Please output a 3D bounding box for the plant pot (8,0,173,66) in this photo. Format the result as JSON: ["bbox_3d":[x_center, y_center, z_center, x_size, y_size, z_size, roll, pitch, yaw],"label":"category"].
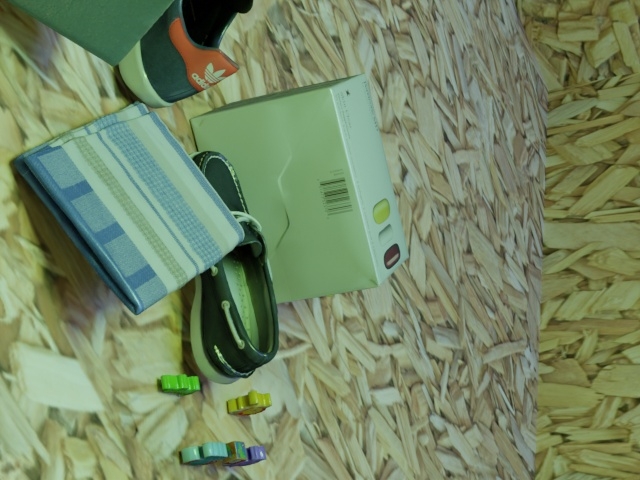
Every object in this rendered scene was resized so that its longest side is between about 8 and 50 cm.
[{"bbox_3d":[-0.239,-0.369,1.321,0.252,0.247,0.248,23,54,-26],"label":"plant pot"}]

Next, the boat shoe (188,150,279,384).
[{"bbox_3d":[-0.105,0.020,1.655,0.114,0.091,0.302,7,64,-45],"label":"boat shoe"}]

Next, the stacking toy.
[{"bbox_3d":[-0.119,0.256,1.632,0.221,0.052,0.167,22,51,-56],"label":"stacking toy"}]

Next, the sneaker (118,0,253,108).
[{"bbox_3d":[-0.157,-0.332,1.643,0.131,0.148,0.350,30,51,-61],"label":"sneaker"}]

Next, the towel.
[{"bbox_3d":[-0.199,-0.042,1.482,0.209,0.034,0.285,52,25,-1],"label":"towel"}]

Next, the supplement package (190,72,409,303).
[{"bbox_3d":[-0.023,-0.066,1.793,0.145,0.204,0.262,-39,117,-66],"label":"supplement package"}]
